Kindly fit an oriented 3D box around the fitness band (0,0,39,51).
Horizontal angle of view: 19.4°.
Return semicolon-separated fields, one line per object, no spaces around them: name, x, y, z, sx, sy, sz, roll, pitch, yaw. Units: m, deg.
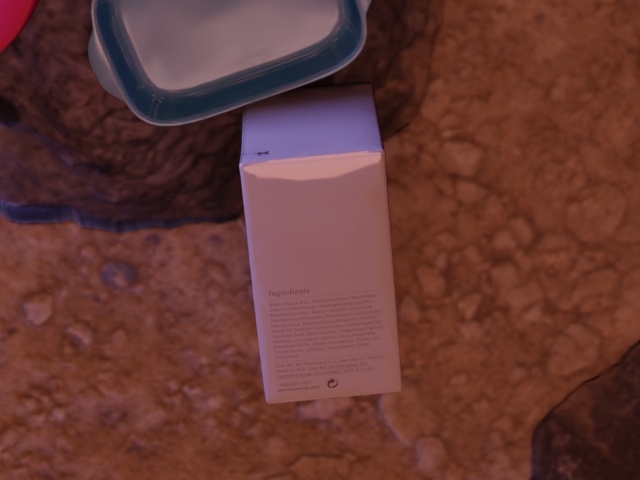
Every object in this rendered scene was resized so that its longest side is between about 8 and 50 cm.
fitness band;-0.284;-0.229;1.133;0.209;0.054;0.291;-19;114;15

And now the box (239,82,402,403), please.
box;0.000;0.000;1.221;0.091;0.130;0.171;-5;115;0

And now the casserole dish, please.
casserole dish;-0.058;-0.146;1.205;0.188;0.037;0.114;-19;114;7
